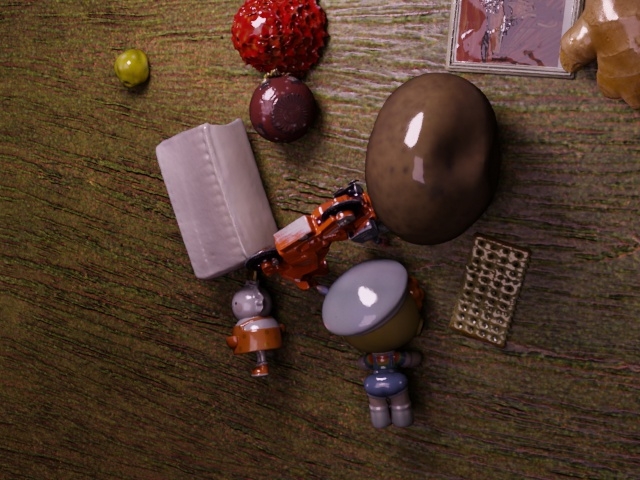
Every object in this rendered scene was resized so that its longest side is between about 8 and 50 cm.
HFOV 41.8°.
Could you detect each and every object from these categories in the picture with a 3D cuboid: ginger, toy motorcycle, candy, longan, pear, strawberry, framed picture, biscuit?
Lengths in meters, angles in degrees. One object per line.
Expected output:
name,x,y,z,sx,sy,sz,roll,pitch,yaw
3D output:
ginger,0.564,-0.432,1.596,0.236,0.166,0.375,-45,55,57
toy motorcycle,0.000,0.000,1.881,0.325,0.221,0.148,-31,66,23
candy,-0.240,-0.099,2.000,0.208,0.145,0.359,-18,91,42
longan,0.229,-0.164,1.708,0.288,0.288,0.350,11,99,24
pear,-0.474,-0.436,2.105,0.092,0.092,0.097,10,62,24
strawberry,-0.112,-0.480,1.868,0.234,0.178,0.234,2,97,20
framed picture,0.393,-0.446,1.712,0.273,0.016,0.216,9,104,25
biscuit,0.369,0.110,1.829,0.139,0.016,0.231,20,107,23

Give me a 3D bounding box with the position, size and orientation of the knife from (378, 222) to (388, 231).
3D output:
knife,0.091,-0.046,1.931,0.162,0.023,0.044,5,108,25

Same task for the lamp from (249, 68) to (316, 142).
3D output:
lamp,-0.090,-0.302,1.914,0.157,0.156,0.135,-60,30,5

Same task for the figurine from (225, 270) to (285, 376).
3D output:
figurine,-0.154,0.196,2.051,0.143,0.143,0.271,1,76,26

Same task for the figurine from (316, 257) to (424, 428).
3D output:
figurine,0.148,0.233,1.861,0.224,0.205,0.382,-22,92,20
